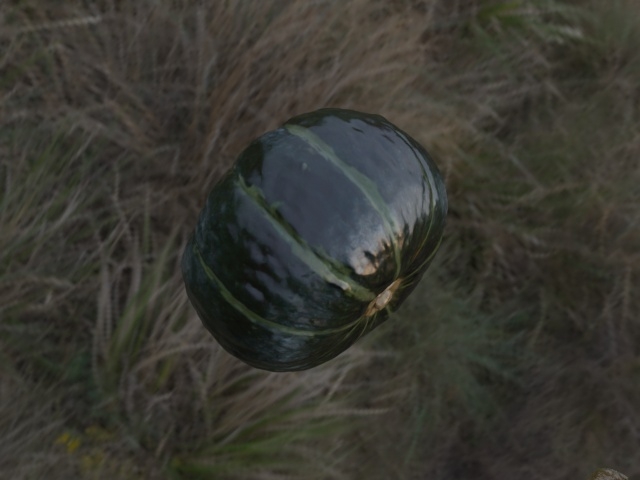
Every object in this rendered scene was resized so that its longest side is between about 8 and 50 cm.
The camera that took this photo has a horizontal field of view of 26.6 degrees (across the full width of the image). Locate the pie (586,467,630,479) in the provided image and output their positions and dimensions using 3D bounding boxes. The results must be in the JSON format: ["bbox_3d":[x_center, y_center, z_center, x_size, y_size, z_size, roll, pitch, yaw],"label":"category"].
[{"bbox_3d":[0.427,0.384,1.834,0.195,0.046,0.195,24,24,-11],"label":"pie"}]

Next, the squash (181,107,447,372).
[{"bbox_3d":[0.000,0.000,1.198,0.165,0.252,0.252,42,50,17],"label":"squash"}]
